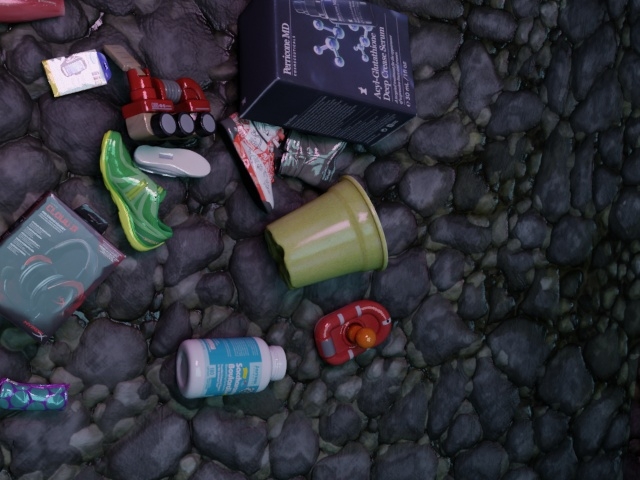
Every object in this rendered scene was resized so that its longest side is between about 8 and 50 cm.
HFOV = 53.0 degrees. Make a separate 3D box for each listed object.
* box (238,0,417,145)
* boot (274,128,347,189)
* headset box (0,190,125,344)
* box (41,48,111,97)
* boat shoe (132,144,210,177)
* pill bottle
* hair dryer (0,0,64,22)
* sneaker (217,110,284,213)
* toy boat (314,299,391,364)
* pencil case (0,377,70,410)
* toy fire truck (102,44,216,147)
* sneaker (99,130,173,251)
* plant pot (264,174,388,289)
[{"bbox_3d":[0.015,-0.437,1.599,0.396,0.212,0.293,6,71,-29],"label":"box"},{"bbox_3d":[-0.019,-0.269,1.727,0.161,0.083,0.246,23,83,-23],"label":"boot"},{"bbox_3d":[-0.600,0.046,1.423,0.293,0.110,0.218,-50,115,-15],"label":"headset box"},{"bbox_3d":[-0.548,-0.379,1.450,0.136,0.028,0.081,-23,107,-27],"label":"box"},{"bbox_3d":[-0.363,-0.182,1.555,0.184,0.063,0.066,3,71,-28],"label":"boat shoe"},{"bbox_3d":[-0.225,0.321,1.644,0.264,0.146,0.146,2,95,-29],"label":"pill bottle"},{"bbox_3d":[-0.668,-0.561,1.330,0.294,0.080,0.223,38,77,-27],"label":"hair dryer"},{"bbox_3d":[-0.142,-0.214,1.656,0.145,0.090,0.270,-31,107,-20],"label":"sneaker"},{"bbox_3d":[0.106,0.265,1.816,0.231,0.151,0.150,-23,107,-24],"label":"toy boat"},{"bbox_3d":[-0.655,0.350,1.457,0.152,0.064,0.070,12,106,-30],"label":"pencil case"},{"bbox_3d":[-0.381,-0.345,1.478,0.217,0.159,0.246,-19,98,-59],"label":"toy fire truck"},{"bbox_3d":[-0.425,-0.121,1.493,0.124,0.109,0.295,-17,114,-3],"label":"sneaker"},{"bbox_3d":[0.000,0.000,1.685,0.254,0.276,0.275,-22,107,-12],"label":"plant pot"}]
